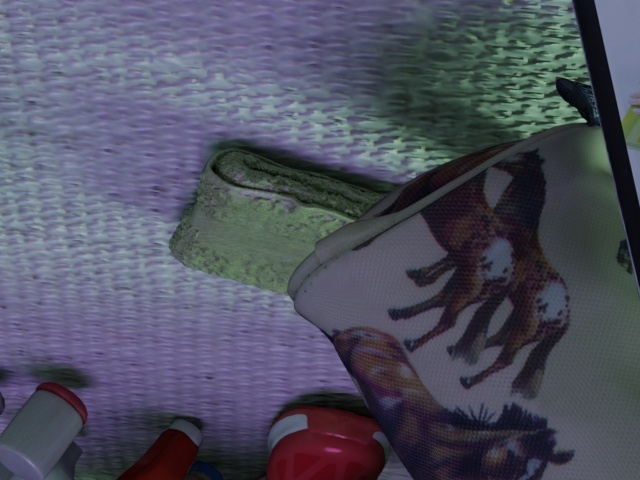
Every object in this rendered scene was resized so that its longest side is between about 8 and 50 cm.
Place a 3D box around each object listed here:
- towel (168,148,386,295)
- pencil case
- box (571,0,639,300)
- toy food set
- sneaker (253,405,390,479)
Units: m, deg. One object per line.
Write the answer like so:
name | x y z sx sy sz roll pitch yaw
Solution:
towel | 0.000 0.000 0.920 0.148 0.027 0.110 14 150 -11
pencil case | 0.167 0.135 0.747 0.410 0.183 0.160 55 135 10
box | 0.138 -0.108 0.569 0.087 0.169 0.290 1 150 18
toy food set | -0.144 0.151 1.177 0.111 0.104 0.232 -9 129 51
sneaker | -0.011 0.203 1.162 0.087 0.128 0.221 12 149 -5
